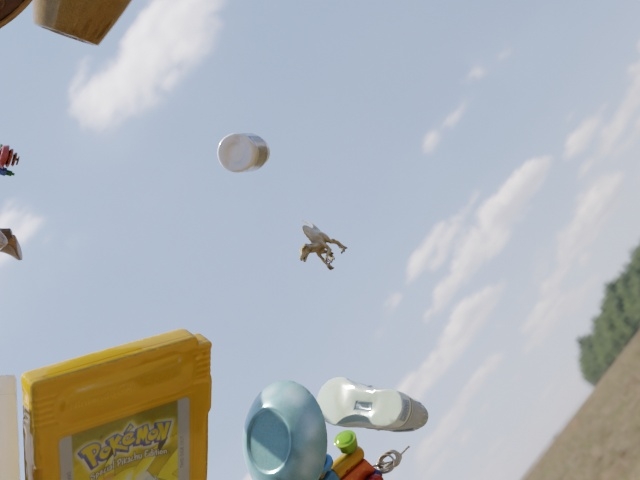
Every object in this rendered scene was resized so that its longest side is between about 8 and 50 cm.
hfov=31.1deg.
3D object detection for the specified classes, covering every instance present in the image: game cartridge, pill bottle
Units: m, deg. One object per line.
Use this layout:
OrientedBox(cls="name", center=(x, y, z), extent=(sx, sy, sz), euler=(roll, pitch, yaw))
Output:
OrientedBox(cls="game cartridge", center=(-0.286, 0.301, 1.653), extent=(0.285, 0.053, 0.323), euler=(-14, -59, -35))
OrientedBox(cls="pill bottle", center=(-0.148, -0.174, 2.274), extent=(0.078, 0.078, 0.137), euler=(-55, -8, 11))

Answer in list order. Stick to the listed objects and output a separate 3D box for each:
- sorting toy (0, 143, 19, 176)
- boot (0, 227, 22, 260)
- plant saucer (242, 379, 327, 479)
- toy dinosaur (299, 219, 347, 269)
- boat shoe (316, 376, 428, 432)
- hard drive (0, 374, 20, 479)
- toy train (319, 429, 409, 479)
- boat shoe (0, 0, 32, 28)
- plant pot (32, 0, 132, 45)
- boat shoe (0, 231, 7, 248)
OrientedBox(cls="sorting toy", center=(-0.618, -0.157, 2.266), extent=(0.102, 0.042, 0.061), euler=(12, 85, 66))
OrientedBox(cls="boot", center=(-0.695, 0.011, 2.458), extent=(0.087, 0.042, 0.118), euler=(-12, -40, -4))
OrientedBox(cls="plant saucer", center=(-0.070, 0.319, 1.826), extent=(0.037, 0.195, 0.195), euler=(9, -60, -46))
OrientedBox(cls="toy dinosaur", center=(0.000, 0.000, 2.156), extent=(0.053, 0.092, 0.183), euler=(-46, 13, 18))
OrientedBox(cls="boat shoe", center=(0.082, 0.272, 1.838), extent=(0.227, 0.081, 0.079), euler=(-1, 68, 54))
OrientedBox(cls="hard drive", center=(-0.614, 0.407, 1.891), extent=(0.233, 0.353, 0.047), euler=(-3, -18, -12))
OrientedBox(cls="toy train", center=(0.072, 0.441, 2.336), extent=(0.248, 0.105, 0.143), euler=(-37, -57, -26))
OrientedBox(cls="boat shoe", center=(-0.450, -0.306, 1.504), extent=(0.207, 0.073, 0.073), euler=(-50, -39, -15))
OrientedBox(cls="plant pot", center=(-0.399, -0.474, 1.984), extent=(0.237, 0.237, 0.254), euler=(9, -81, -73))
OrientedBox(cls="boat shoe", center=(-0.702, 0.033, 2.192), extent=(0.092, 0.103, 0.285), euler=(-52, -3, 17))
